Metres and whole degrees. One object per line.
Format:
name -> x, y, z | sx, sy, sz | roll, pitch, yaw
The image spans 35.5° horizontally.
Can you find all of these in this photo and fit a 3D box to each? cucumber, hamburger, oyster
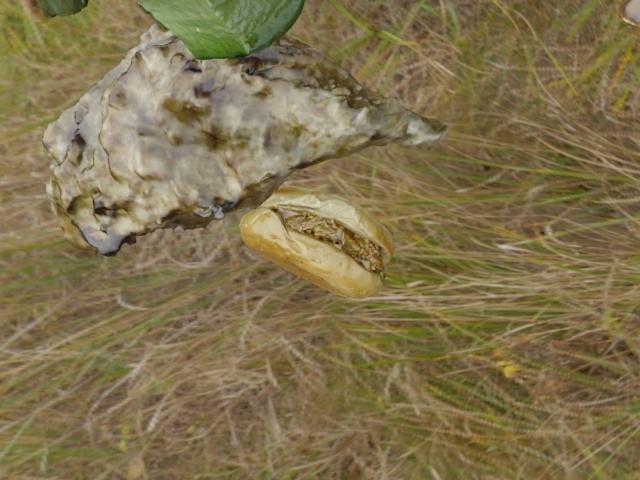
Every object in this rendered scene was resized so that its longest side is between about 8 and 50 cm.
cucumber -> -0.099, -0.220, 0.689 | 0.130, 0.191, 0.191 | 30, 103, 59
hamburger -> -0.001, -0.001, 1.333 | 0.213, 0.214, 0.108 | 25, 83, 23
oyster -> -0.102, -0.097, 0.905 | 0.396, 0.204, 0.111 | -21, 37, 21

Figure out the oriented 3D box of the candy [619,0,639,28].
candy -> 0.433, -0.187, 1.021 | 0.271, 0.101, 0.143 | 41, 129, -7
